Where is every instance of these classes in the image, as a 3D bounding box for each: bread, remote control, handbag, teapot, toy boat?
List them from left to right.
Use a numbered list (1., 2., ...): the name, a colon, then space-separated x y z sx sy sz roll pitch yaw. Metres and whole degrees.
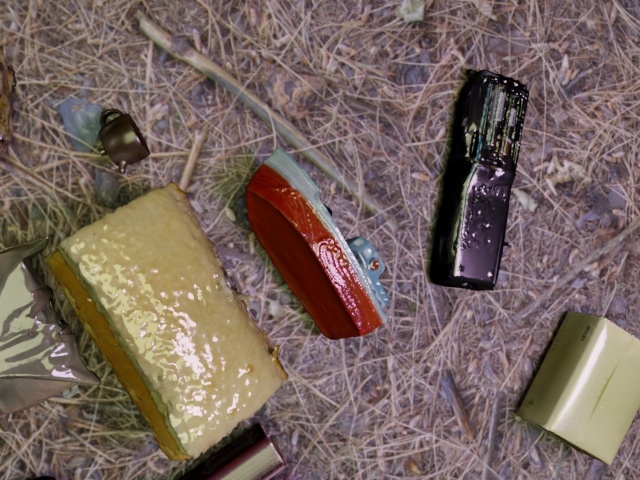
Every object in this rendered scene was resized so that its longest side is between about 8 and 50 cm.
1. handbag: -0.450 0.130 1.007 0.182 0.117 0.271 -23 94 -8
2. teapot: -0.319 -0.159 1.058 0.068 0.076 0.121 -27 71 -4
3. bread: -0.218 0.118 1.028 0.236 0.165 0.375 -34 98 -39
4. toy boat: 0.000 0.000 1.113 0.133 0.145 0.332 -40 103 -34
5. remote control: 0.297 -0.107 1.220 0.144 0.062 0.399 9 89 -15

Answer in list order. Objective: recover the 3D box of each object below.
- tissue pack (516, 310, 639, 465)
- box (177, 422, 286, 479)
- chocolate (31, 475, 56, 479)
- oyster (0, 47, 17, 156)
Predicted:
1. tissue pack: 0.500 0.268 1.249 0.159 0.125 0.234 32 83 -13
2. box: -0.168 0.393 1.086 0.224 0.120 0.069 -32 95 -10
3. chocolate: -0.464 0.420 1.017 0.148 0.125 0.080 -31 82 -8
4. oyster: -0.548 -0.203 0.991 0.166 0.094 0.295 -1 86 -6
